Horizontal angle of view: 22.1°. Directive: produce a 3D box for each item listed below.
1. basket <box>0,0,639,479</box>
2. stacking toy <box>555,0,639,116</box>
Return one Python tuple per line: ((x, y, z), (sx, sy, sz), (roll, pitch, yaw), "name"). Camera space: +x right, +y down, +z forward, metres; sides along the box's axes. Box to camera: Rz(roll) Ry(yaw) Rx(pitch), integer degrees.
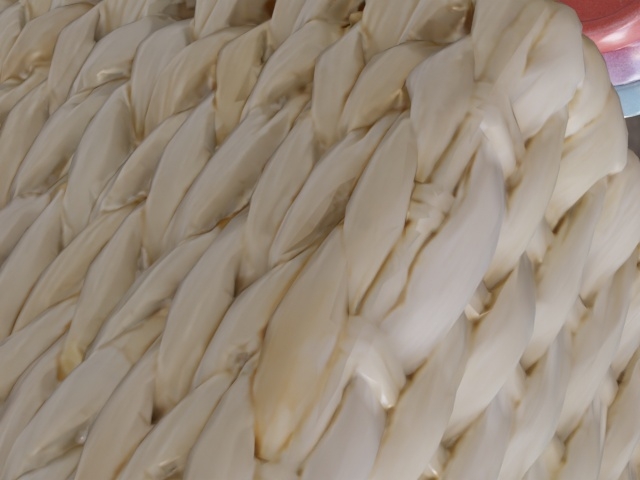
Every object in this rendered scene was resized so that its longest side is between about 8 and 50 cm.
((-0.054, 0.128, 0.470), (0.266, 0.328, 0.331), (9, -123, 35), "basket")
((0.185, -0.218, 1.202), (0.309, 0.130, 0.279), (17, -114, 41), "stacking toy")
